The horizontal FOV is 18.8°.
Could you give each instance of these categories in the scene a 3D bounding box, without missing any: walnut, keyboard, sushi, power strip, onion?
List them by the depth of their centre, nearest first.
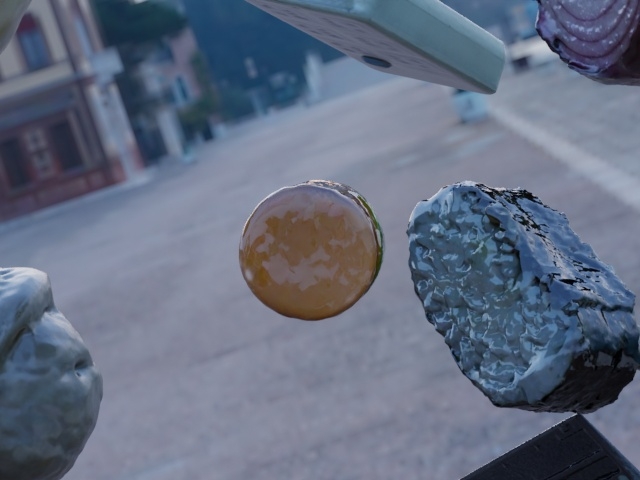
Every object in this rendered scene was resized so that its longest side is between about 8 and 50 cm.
[{"bbox_3d":[0.110,0.032,1.063,0.078,0.150,0.090,3,-54,-42],"label":"sushi"},{"bbox_3d":[0.140,0.164,1.271,0.010,0.063,0.198,-44,1,-33],"label":"keyboard"},{"bbox_3d":[0.248,-0.197,1.341,0.140,0.195,0.218,-3,15,-28],"label":"onion"},{"bbox_3d":[0.042,-0.162,1.432,0.118,0.046,0.270,12,-3,29],"label":"power strip"},{"bbox_3d":[-0.273,0.108,1.494,0.224,0.224,0.224,-18,5,2],"label":"walnut"}]

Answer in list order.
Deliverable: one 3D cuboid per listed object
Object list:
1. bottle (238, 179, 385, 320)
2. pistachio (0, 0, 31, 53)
[{"bbox_3d":[0.000,0.000,1.000,0.069,0.069,0.187,-18,3,5],"label":"bottle"},{"bbox_3d":[-0.250,-0.134,0.967,0.162,0.181,0.293,5,25,41],"label":"pistachio"}]
